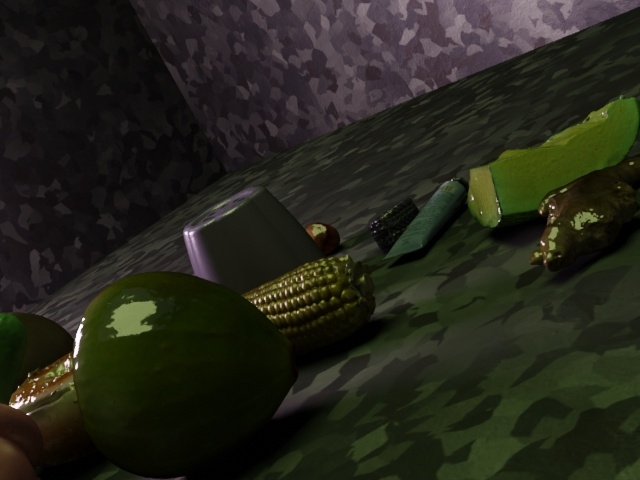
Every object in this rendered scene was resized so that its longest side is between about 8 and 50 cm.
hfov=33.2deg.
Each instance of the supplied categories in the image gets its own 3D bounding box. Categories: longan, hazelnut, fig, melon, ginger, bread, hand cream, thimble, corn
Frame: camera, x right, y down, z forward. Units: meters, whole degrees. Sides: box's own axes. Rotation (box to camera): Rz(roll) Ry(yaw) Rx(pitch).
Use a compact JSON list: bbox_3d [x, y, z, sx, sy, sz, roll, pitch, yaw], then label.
[{"bbox_3d":[-0.613,0.278,2.132,0.297,0.297,0.297,-28,12,6],"label":"longan"},{"bbox_3d":[0.000,0.000,2.334,0.086,0.086,0.086,-28,12,6],"label":"hazelnut"},{"bbox_3d":[-0.187,0.186,1.514,0.316,0.316,0.316,-28,12,6],"label":"fig"},{"bbox_3d":[0.406,-0.127,1.794,0.323,0.124,0.196,-25,12,-7],"label":"melon"},{"bbox_3d":[0.392,-0.049,1.590,0.166,0.080,0.333,-10,22,26],"label":"ginger"},{"bbox_3d":[-0.423,0.286,1.897,0.305,0.159,0.305,-28,16,9],"label":"bread"},{"bbox_3d":[0.211,-0.039,2.052,0.091,0.058,0.271,-15,21,41],"label":"hand cream"},{"bbox_3d":[0.148,-0.032,2.112,0.095,0.066,0.104,-32,3,46],"label":"thimble"},{"bbox_3d":[-0.069,0.135,1.773,0.387,0.144,0.144,-27,11,33],"label":"corn"}]

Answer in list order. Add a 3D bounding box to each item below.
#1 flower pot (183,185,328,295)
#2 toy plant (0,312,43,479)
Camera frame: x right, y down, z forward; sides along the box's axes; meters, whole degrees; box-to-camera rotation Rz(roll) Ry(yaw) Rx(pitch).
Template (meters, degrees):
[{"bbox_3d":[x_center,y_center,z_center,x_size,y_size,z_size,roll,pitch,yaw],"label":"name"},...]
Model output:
[{"bbox_3d":[-0.131,0.039,2.066,0.265,0.243,0.265,-28,14,8],"label":"flower pot"},{"bbox_3d":[-0.557,0.328,1.686,0.317,0.210,0.356,-56,40,29],"label":"toy plant"}]
